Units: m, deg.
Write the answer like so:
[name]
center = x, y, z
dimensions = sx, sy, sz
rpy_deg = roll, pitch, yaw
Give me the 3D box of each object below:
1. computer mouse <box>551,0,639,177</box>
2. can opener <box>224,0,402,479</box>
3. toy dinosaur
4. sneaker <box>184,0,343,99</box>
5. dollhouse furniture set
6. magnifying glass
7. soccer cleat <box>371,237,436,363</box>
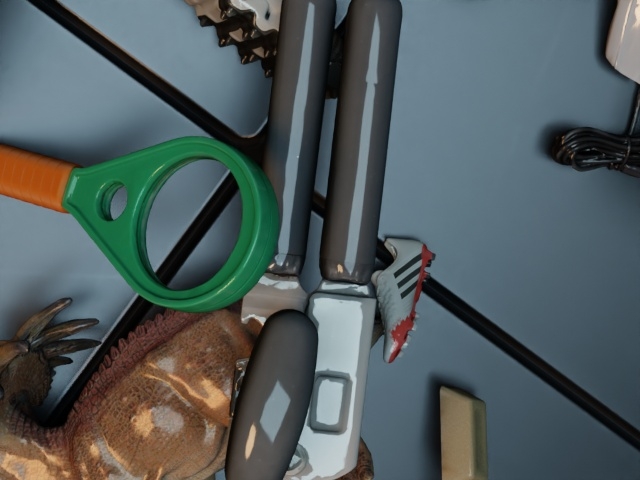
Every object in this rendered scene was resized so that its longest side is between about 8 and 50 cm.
[computer mouse]
center = 0.210, -0.132, 0.916
dimensions = 0.106, 0.042, 0.193
rpy_deg = 9, 98, -8
[can opener]
center = 0.000, 0.000, 0.802
dimensions = 0.074, 0.093, 0.280
rpy_deg = 7, 88, -6
[toy dinosaur]
center = -0.093, 0.092, 0.878
dimensions = 0.295, 0.127, 0.200
rpy_deg = -33, 95, -7
[sneaker]
center = -0.050, -0.182, 0.855
dimensions = 0.234, 0.078, 0.106
rpy_deg = 41, 79, -19
[dollhouse furniture set]
center = 0.078, 0.155, 0.965
dimensions = 0.081, 0.091, 0.114
rpy_deg = -9, 75, 34
[magnifying glass]
center = -0.117, -0.022, 0.822
dimensions = 0.231, 0.026, 0.092
rpy_deg = 16, 88, 34
[soccer cleat]
center = 0.045, 0.036, 0.919
dimensions = 0.035, 0.029, 0.083
rpy_deg = 17, 67, 0
